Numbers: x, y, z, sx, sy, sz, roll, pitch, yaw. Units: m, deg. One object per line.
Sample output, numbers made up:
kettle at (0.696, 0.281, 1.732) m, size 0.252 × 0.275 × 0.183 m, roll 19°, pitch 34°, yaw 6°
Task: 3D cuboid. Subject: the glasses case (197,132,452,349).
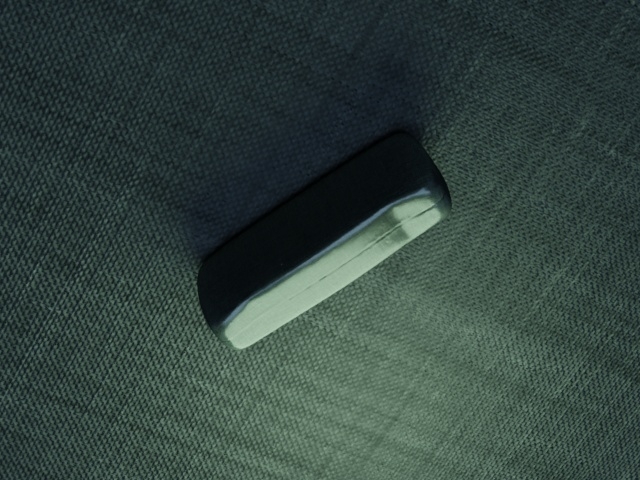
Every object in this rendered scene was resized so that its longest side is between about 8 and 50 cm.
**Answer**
glasses case at (0.000, 0.000, 1.495) m, size 0.323 × 0.131 × 0.074 m, roll -33°, pitch 124°, yaw 10°
